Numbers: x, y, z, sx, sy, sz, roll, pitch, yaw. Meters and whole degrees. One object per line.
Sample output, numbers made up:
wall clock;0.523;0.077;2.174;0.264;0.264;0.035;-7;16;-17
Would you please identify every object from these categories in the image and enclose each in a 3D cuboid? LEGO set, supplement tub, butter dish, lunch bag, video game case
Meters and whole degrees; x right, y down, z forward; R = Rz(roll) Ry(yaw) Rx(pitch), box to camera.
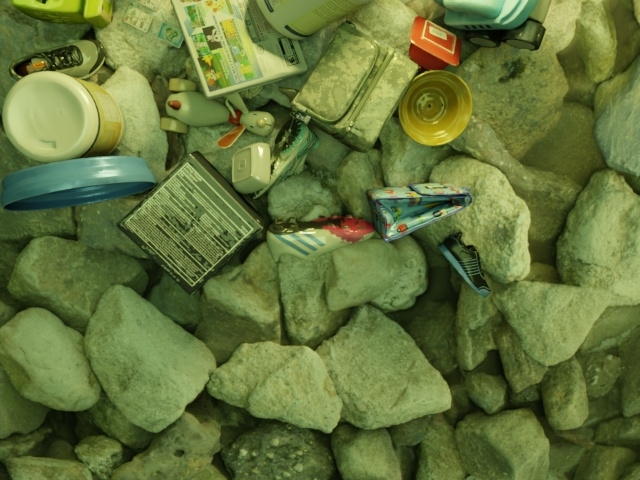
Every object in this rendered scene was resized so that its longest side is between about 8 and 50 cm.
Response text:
LEGO set;-0.416;-0.655;1.599;0.244;0.060;0.182;27;99;4
supplement tub;-0.671;-0.322;1.502;0.228;0.316;0.228;0;99;-3
butter dish;0.315;-0.547;1.620;0.160;0.160;0.118;24;140;-8
lunch bag;0.088;-0.426;1.577;0.256;0.212;0.305;30;97;-9
supplement tub;0.011;-0.692;1.443;0.325;0.235;0.235;-15;105;40
video game case;-0.228;-0.584;1.551;0.300;0.036;0.329;-20;89;-14
lunch bag;0.301;-0.106;1.650;0.293;0.221;0.138;-13;102;-1

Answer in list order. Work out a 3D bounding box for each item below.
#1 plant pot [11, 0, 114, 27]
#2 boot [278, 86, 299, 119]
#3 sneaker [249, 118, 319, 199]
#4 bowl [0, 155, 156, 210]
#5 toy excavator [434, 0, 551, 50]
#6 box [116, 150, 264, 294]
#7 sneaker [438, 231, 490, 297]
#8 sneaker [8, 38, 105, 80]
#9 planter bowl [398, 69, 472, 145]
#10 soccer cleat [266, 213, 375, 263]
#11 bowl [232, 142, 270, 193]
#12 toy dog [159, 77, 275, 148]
plant pot;-0.665;-0.692;1.484;0.207;0.228;0.227;10;100;-13
boot;-0.073;-0.405;1.662;0.118;0.042;0.087;9;103;-5
sneaker;-0.106;-0.218;1.663;0.122;0.110;0.283;22;119;-42
bowl;-0.649;-0.154;1.506;0.391;0.391;0.077;-11;92;-1
toy excavator;0.360;-0.705;1.517;0.445;0.433;0.222;11;102;-34
box;-0.369;-0.057;1.641;0.294;0.183;0.296;-42;102;6
sneaker;0.479;0.077;1.768;0.090;0.081;0.232;-40;99;12
sneaker;-0.740;-0.497;1.573;0.272;0.108;0.100;-18;100;-1
planter bowl;0.332;-0.395;1.656;0.217;0.090;0.217;-1;108;-2
soccer cleat;0.000;0.000;1.723;0.331;0.116;0.143;-1;117;-1
bowl;-0.211;-0.215;1.632;0.053;0.142;0.142;11;73;-44
toy dog;-0.307;-0.371;1.594;0.334;0.161;0.220;-10;102;-1
